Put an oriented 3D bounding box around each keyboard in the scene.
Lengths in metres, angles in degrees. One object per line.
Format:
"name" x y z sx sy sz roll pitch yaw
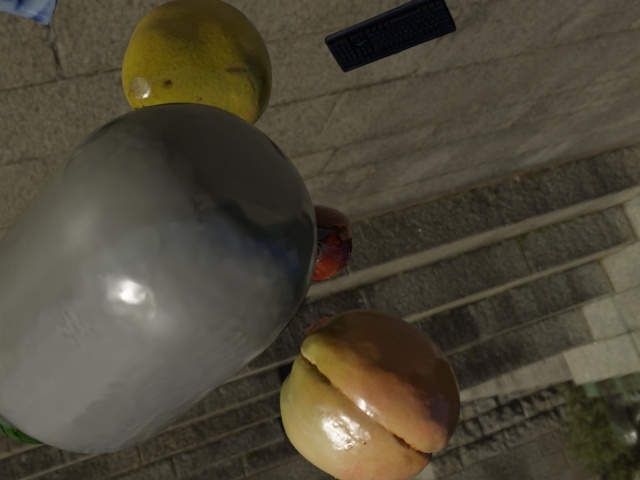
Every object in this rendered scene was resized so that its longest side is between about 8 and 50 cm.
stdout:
"keyboard" 0.126 -0.373 1.321 0.230 0.025 0.094 -17 139 24

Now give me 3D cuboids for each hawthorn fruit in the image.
"hawthorn fruit" 0.000 0.000 1.716 0.185 0.185 0.202 -27 -173 34

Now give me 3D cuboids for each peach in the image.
"peach" 0.054 0.164 0.754 0.184 0.184 0.184 -19 169 -4

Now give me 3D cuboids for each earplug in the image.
"earplug" -0.192 0.031 0.831 0.312 0.313 0.394 -7 154 -48

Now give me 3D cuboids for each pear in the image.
"pear" -0.246 -0.314 1.381 0.336 0.285 0.285 -18 171 -43

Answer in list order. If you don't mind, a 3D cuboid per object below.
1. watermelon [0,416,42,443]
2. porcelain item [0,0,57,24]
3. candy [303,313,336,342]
"watermelon" -0.538 0.270 1.414 0.242 0.243 0.242 -19 169 -4
"porcelain item" -0.515 -0.393 1.049 0.259 0.141 0.141 13 151 -35
"candy" 0.024 0.240 1.209 0.124 0.124 0.365 -22 -160 12
